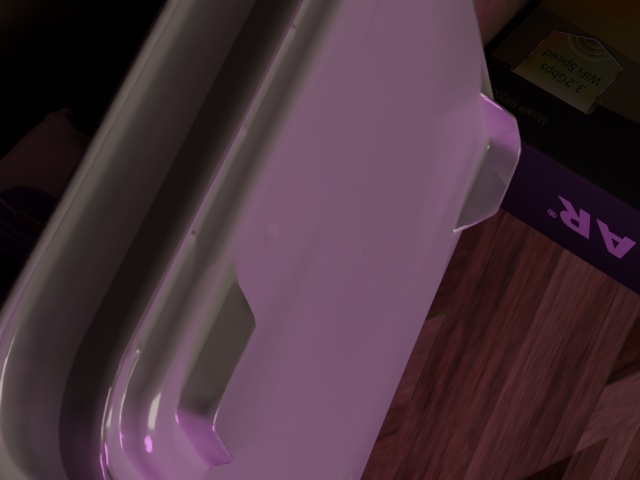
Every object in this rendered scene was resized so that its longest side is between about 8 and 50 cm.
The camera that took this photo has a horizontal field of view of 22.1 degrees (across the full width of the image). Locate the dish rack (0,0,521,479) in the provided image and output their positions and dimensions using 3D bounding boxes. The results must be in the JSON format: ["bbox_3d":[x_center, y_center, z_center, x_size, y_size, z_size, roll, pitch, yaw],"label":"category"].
[{"bbox_3d":[0.000,0.000,0.668,0.285,0.072,0.332,69,41,-57],"label":"dish rack"}]

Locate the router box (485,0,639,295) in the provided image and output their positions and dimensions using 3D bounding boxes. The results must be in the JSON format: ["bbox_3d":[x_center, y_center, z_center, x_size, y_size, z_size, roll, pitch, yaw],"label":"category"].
[{"bbox_3d":[0.261,-0.059,0.870,0.243,0.309,0.081,-46,153,-21],"label":"router box"}]

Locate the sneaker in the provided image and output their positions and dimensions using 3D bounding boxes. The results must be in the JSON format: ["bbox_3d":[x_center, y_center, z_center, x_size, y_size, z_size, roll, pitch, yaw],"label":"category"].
[{"bbox_3d":[-0.097,0.006,0.652,0.071,0.068,0.170,-28,151,1],"label":"sneaker"}]
